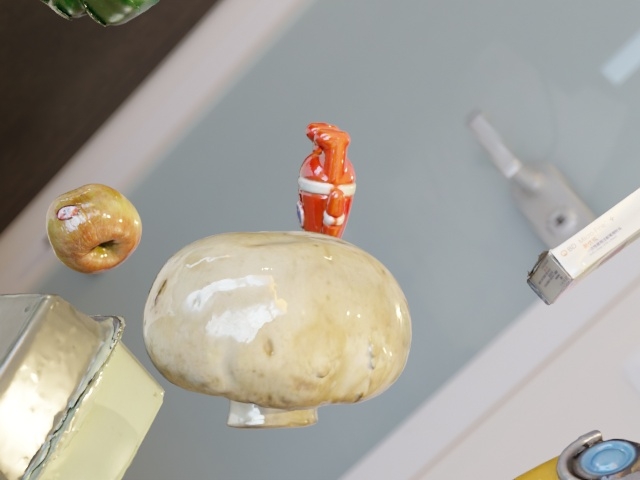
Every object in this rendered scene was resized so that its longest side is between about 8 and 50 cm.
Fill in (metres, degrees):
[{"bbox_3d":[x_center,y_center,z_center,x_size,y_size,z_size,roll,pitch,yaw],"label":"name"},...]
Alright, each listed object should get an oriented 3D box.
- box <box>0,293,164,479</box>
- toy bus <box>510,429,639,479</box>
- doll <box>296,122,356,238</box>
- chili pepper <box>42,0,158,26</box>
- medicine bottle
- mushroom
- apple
[{"bbox_3d":[-0.303,0.163,1.307,0.166,0.290,0.220,51,52,-30],"label":"box"},{"bbox_3d":[0.159,0.211,0.798,0.209,0.136,0.126,-130,-162,-66],"label":"toy bus"},{"bbox_3d":[0.000,0.000,1.509,0.076,0.245,0.142,4,12,-10],"label":"doll"},{"bbox_3d":[-0.245,-0.383,1.640,0.233,0.248,0.257,55,42,-39],"label":"chili pepper"},{"bbox_3d":[0.347,-0.010,1.710,0.052,0.201,0.171,53,-9,10],"label":"medicine bottle"},{"bbox_3d":[-0.026,0.057,0.882,0.166,0.166,0.127,-16,104,-72],"label":"mushroom"},{"bbox_3d":[-0.306,-0.017,1.922,0.126,0.126,0.102,28,24,-47],"label":"apple"}]
